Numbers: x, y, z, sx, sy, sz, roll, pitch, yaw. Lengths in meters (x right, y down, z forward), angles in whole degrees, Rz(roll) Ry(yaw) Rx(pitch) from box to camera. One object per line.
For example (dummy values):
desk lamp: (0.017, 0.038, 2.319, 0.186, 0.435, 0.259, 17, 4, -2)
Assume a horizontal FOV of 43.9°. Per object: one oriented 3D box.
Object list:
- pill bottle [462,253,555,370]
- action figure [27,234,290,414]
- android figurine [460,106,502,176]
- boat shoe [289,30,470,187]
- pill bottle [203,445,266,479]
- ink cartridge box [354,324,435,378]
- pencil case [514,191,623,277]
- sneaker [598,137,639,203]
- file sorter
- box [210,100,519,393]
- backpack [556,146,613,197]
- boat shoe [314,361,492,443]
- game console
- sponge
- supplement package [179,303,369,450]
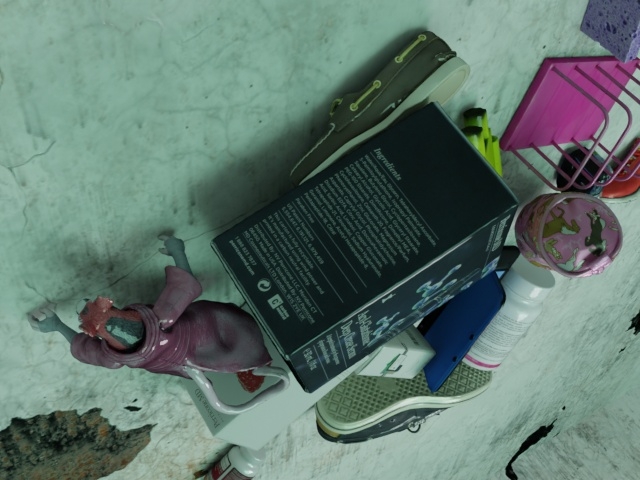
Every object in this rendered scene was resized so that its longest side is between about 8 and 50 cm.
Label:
pill bottle: (0.446, 0.174, 1.965, 0.160, 0.160, 0.283, -5, 135, -41)
action figure: (-0.250, 0.160, 1.197, 0.248, 0.275, 0.370, -36, 162, 8)
android figurine: (0.296, -0.094, 1.442, 0.056, 0.248, 0.272, -5, 118, 19)
boat shoe: (0.075, -0.189, 1.217, 0.324, 0.096, 0.116, -40, 163, 5)
pill bottle: (-0.199, 0.539, 1.863, 0.152, 0.086, 0.086, -47, 146, 15)
ink cartridge box: (0.122, 0.205, 1.692, 0.219, 0.160, 0.092, 16, 120, -51)
pencil case: (0.492, -0.012, 1.613, 0.386, 0.167, 0.160, 0, 109, -82)
sneaker: (0.754, -0.184, 1.904, 0.279, 0.107, 0.118, -29, 128, -19)
file sorter: (0.542, -0.223, 1.546, 0.291, 0.182, 0.202, -11, 139, -36)
box: (0.072, 0.024, 1.235, 0.396, 0.212, 0.293, -34, 160, -7)
backpack: (0.588, -0.140, 1.766, 0.084, 0.105, 0.114, -22, 149, -22)
boat shoe: (0.203, 0.381, 1.980, 0.501, 0.186, 0.156, -13, 146, -25)
game console: (0.347, 0.171, 1.766, 0.250, 0.173, 0.293, -1, 132, -45)
sponge: (0.514, -0.416, 1.339, 0.031, 0.117, 0.210, -24, 145, -18)
supplement package: (-0.091, 0.229, 1.498, 0.293, 0.177, 0.175, -41, 148, 4)
